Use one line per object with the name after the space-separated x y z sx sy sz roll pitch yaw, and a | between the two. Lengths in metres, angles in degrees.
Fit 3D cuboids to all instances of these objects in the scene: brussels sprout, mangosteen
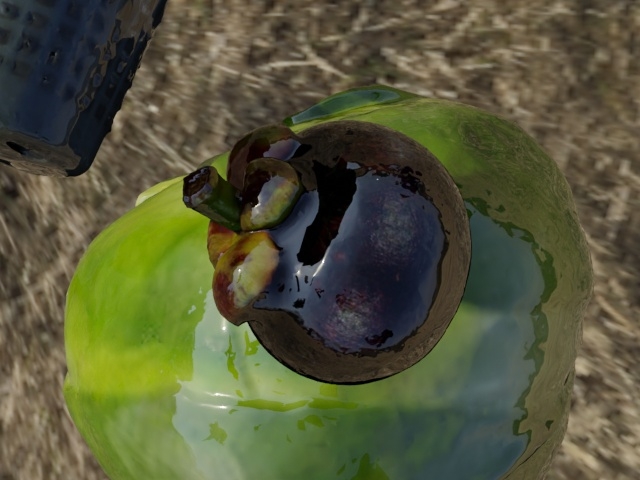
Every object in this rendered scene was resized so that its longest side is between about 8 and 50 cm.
0.029 0.055 1.268 0.371 0.315 0.276 -29 110 -40 | brussels sprout
0.000 0.000 0.969 0.151 0.137 0.137 20 93 -23 | mangosteen

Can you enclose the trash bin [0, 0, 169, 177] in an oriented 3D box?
-0.145 -0.120 0.909 0.175 0.175 0.161 19 81 -13 | trash bin
